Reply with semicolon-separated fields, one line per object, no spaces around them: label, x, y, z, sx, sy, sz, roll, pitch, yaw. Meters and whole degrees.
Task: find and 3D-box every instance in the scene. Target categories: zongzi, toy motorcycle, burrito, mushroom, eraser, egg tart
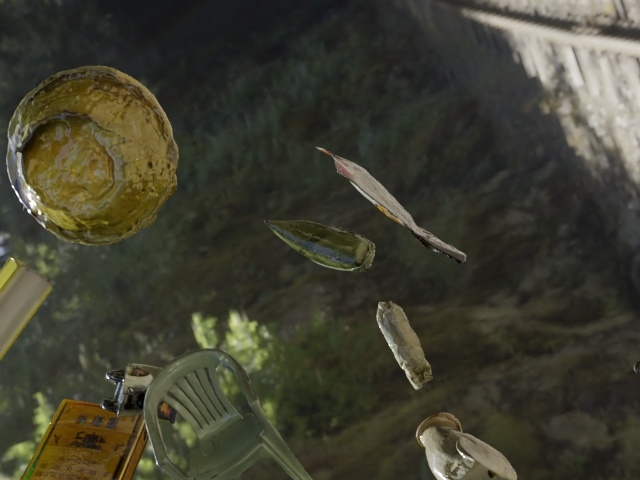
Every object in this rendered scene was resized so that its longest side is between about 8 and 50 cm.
zongzi;0.000;0.000;1.403;0.113;0.052;0.104;24;173;-31
toy motorcycle;-0.349;0.296;2.271;0.263;0.157;0.090;-153;75;-83
burrito;0.163;0.200;2.245;0.188;0.058;0.045;63;-178;-2
mushroom;0.238;0.373;1.982;0.096;0.108;0.247;53;171;-21
eraser;-0.498;0.130;1.734;0.069;0.226;0.158;38;172;-20
egg tart;-0.433;-0.144;2.115;0.132;0.345;0.345;-63;-46;-71

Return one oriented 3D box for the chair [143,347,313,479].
chair;-0.171;0.350;2.021;0.274;0.203;0.190;59;180;-30

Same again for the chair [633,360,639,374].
chair;0.787;0.342;1.958;0.410;0.365;0.361;44;-147;-82

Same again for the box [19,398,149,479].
box;-0.480;0.454;2.359;0.301;0.193;0.084;-75;-8;-61

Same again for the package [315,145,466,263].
package;0.096;-0.053;1.632;0.239;0.030;0.154;39;-176;-22
